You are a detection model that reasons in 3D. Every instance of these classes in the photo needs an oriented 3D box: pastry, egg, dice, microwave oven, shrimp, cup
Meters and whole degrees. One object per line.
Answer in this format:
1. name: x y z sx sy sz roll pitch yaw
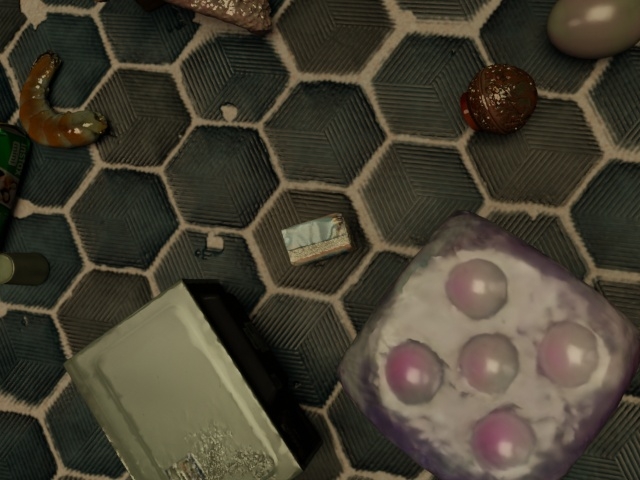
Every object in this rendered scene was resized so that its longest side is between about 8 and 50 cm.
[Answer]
1. pastry: -0.196 -0.380 0.999 0.265 0.103 0.112 7 108 -14
2. egg: 0.375 -0.298 0.916 0.135 0.103 0.103 -7 86 12
3. dice: 0.200 0.140 0.844 0.271 0.270 0.270 37 93 11
4. microwave oven: -0.167 0.230 0.958 0.238 0.181 0.295 -35 82 6
5. shrimp: -0.412 -0.231 1.102 0.161 0.049 0.165 -1 79 13
6. cup: -0.485 0.037 1.079 0.055 0.083 0.074 -35 80 9

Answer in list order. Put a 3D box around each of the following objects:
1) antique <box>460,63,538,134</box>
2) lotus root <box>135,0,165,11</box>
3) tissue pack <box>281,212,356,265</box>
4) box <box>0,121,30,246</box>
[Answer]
1. antique: 0.250 -0.195 0.938 0.104 0.104 0.104 -1 87 11
2. lotus root: -0.325 -0.503 1.040 0.075 0.170 0.260 -23 78 6
3. tissue pack: 0.000 0.000 0.991 0.095 0.074 0.058 -17 81 7
4. box: -0.592 -0.084 1.098 0.180 0.103 0.249 16 89 11
